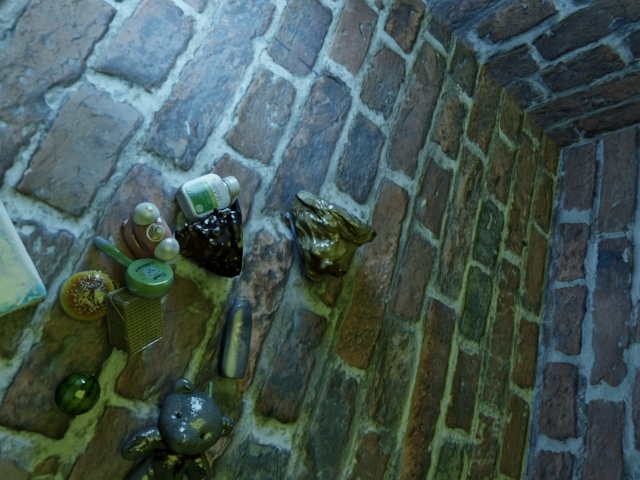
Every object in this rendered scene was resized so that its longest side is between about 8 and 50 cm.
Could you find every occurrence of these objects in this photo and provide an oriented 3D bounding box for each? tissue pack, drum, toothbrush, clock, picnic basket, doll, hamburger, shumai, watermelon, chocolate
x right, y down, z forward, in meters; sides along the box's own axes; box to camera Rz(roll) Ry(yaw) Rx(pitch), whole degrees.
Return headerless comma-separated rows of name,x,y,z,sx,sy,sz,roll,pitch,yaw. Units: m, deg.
tissue pack,-0.761,0.050,1.059,0.201,0.124,0.271,-29,98,-40
drum,-0.491,0.070,1.204,0.253,0.049,0.130,22,30,5
toothbrush,-0.087,-0.020,1.647,0.017,0.014,0.162,-28,99,-52
clock,-0.456,-0.012,1.275,0.092,0.162,0.166,-34,101,-34
picnic basket,-0.472,0.196,1.220,0.115,0.079,0.164,-30,128,-54
doll,-0.373,0.551,1.226,0.245,0.158,0.341,38,63,-10
hamburger,-0.577,0.138,1.202,0.141,0.081,0.127,9,77,-35
shumai,0.000,0.000,1.625,0.313,0.267,0.263,32,90,-4
watermelon,-0.579,0.363,1.150,0.108,0.109,0.109,8,76,-36
chocolate,-0.321,0.006,1.359,0.176,0.206,0.224,-2,123,-18

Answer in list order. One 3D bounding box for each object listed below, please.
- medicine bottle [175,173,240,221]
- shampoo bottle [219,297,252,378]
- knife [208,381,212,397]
medicine bottle,-0.335,-0.138,1.449,0.183,0.069,0.119,-28,94,-38
shampoo bottle,-0.250,0.293,1.438,0.087,0.049,0.234,17,71,-36
knife,-0.320,0.454,1.381,0.014,0.005,0.091,8,77,-37
